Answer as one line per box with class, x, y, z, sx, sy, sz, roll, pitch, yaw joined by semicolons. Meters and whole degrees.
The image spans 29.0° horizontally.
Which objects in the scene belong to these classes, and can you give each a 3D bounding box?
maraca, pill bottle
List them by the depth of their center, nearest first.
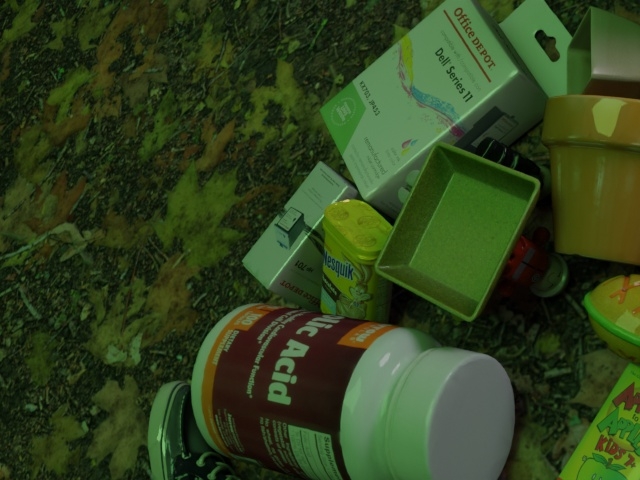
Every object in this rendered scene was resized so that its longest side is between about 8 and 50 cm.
maraca;0.394;0.103;1.453;0.185;0.127;0.099;34;125;37
pill bottle;0.038;0.212;1.612;0.392;0.224;0.224;6;73;41

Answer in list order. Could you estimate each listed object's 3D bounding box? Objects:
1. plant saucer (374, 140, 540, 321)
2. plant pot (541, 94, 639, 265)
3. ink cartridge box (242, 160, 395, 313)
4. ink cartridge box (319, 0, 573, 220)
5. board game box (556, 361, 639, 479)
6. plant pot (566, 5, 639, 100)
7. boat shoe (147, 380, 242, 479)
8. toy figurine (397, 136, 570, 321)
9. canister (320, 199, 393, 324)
plant saucer;0.177;-0.009;1.537;0.188;0.045;0.188;28;93;47
plant pot;0.365;-0.067;1.518;0.205;0.205;0.188;8;90;42
ink cartridge box;0.000;0.000;1.809;0.191;0.139;0.082;-53;48;6
ink cartridge box;0.189;-0.212;1.773;0.353;0.119;0.207;-40;49;17
board game box;0.360;0.245;1.456;0.092;0.043;0.181;32;91;44
plant pot;0.384;-0.228;1.622;0.096;0.109;0.109;6;67;-4
boat shoe;-0.150;0.357;1.781;0.158;0.127;0.341;-16;67;25
toy figurine;0.216;-0.010;1.641;0.209;0.148;0.213;-23;58;36
canister;0.052;0.047;1.728;0.126;0.073;0.170;45;143;44
